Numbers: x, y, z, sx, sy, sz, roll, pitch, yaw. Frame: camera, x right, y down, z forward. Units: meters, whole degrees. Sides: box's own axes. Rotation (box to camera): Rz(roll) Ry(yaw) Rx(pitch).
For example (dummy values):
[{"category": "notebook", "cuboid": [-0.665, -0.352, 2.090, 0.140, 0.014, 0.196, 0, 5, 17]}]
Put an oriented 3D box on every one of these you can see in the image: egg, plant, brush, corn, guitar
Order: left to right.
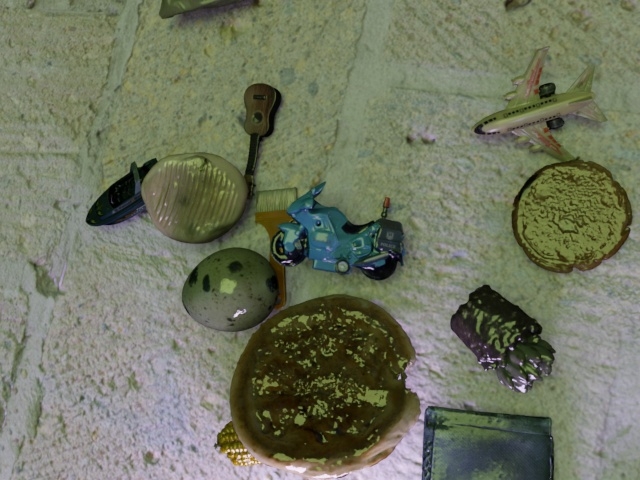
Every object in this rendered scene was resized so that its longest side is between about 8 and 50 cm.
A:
[{"category": "egg", "cuboid": [-0.196, 0.106, 1.329, 0.228, 0.177, 0.177, -13, 76, 29]}, {"category": "guitar", "cuboid": [-0.147, -0.223, 1.442, 0.084, 0.038, 0.271, 8, 89, 25]}, {"category": "brush", "cuboid": [-0.097, 0.017, 1.397, 0.103, 0.013, 0.272, -4, 80, 18]}, {"category": "corn", "cuboid": [-0.057, 0.388, 1.273, 0.313, 0.102, 0.101, -15, 76, 14]}, {"category": "plant", "cuboid": [0.342, 0.182, 1.162, 0.129, 0.132, 0.194, -48, 65, 9]}]

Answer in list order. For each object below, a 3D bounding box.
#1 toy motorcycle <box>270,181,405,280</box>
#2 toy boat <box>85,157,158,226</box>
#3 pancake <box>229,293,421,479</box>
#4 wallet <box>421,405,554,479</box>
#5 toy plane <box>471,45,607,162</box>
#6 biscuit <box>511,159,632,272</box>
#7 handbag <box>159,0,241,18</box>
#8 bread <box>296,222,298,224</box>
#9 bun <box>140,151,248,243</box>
[{"category": "toy motorcycle", "cuboid": [0.042, -0.021, 1.268, 0.272, 0.123, 0.182, 10, 85, -4]}, {"category": "toy boat", "cuboid": [-0.466, -0.104, 1.495, 0.246, 0.103, 0.092, -30, 61, 16]}, {"category": "pancake", "cuboid": [0.014, 0.268, 1.222, 0.382, 0.071, 0.382, -5, 57, 8]}, {"category": "wallet", "cuboid": [0.301, 0.487, 1.154, 0.237, 0.075, 0.342, 2, 79, 12]}, {"category": "toy plane", "cuboid": [0.417, -0.249, 1.224, 0.244, 0.092, 0.229, -13, 105, 26]}, {"category": "biscuit", "cuboid": [0.477, -0.046, 1.202, 0.226, 0.042, 0.225, -3, 79, 16]}, {"category": "handbag", "cuboid": [-0.266, -0.698, 1.527, 0.253, 0.109, 0.315, 0, 74, 13]}, {"category": "bread", "cuboid": [0.000, 0.000, 1.347, 0.074, 0.053, 0.132, -44, 73, 7]}, {"category": "bun", "cuboid": [-0.278, -0.097, 1.408, 0.237, 0.116, 0.209, 8, 104, 5]}]
